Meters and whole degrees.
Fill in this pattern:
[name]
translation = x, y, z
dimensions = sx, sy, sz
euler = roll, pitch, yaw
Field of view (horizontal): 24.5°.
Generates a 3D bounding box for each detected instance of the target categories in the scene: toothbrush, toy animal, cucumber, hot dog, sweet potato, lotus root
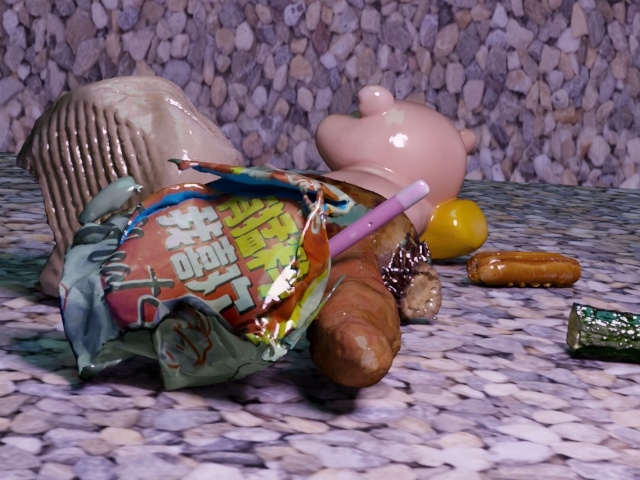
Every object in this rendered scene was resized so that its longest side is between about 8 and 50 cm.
[toothbrush]
translation = -0.011, 0.024, 1.480
dimensions = 0.286, 0.020, 0.025
euler = -34, 4, 11
[toy animal]
translation = 0.065, -0.099, 2.131
dimensions = 0.345, 0.247, 0.277
euler = 1, 4, -42
[cucumber]
translation = 0.357, 0.105, 1.567
dimensions = 0.187, 0.058, 0.058
euler = 6, 8, 4
[hot dog]
translation = 0.275, 0.039, 2.007
dimensions = 0.165, 0.045, 0.071
euler = 0, 11, -22
[sweet potato]
translation = 0.032, 0.082, 1.419
dimensions = 0.095, 0.106, 0.354
euler = 13, 17, -3
[lotus root]
translation = 0.000, 0.000, 1.726
dimensions = 0.314, 0.141, 0.169
euler = 21, 33, 27

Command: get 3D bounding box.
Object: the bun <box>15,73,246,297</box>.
[bun]
translation = -0.206, -0.056, 1.709
dimensions = 0.281, 0.281, 0.205
euler = 9, 3, 31

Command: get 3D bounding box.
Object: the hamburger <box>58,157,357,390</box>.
[hamburger]
translation = -0.103, 0.044, 1.385
dimensions = 0.276, 0.150, 0.260
euler = -7, 48, 15
